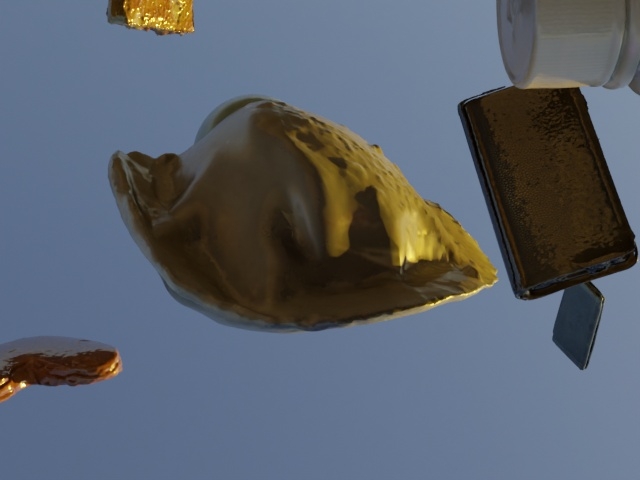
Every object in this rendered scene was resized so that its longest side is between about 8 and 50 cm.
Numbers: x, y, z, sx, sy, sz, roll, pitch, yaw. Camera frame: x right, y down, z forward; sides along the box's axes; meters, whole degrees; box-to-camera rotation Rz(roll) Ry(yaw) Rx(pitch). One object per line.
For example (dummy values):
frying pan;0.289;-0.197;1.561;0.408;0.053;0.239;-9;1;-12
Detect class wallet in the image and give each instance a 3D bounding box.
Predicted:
wallet;0.380;0.115;2.124;0.026;0.129;0.088;-6;-148;-25
wallet;0.190;-0.051;1.223;0.110;0.031;0.198;-19;-122;9

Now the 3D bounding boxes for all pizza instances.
pizza;-0.193;-0.283;1.643;0.046;0.134;0.175;0;-141;30

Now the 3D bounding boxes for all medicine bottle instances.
medicine bottle;0.251;-0.169;1.018;0.236;0.139;0.139;-2;-135;-7

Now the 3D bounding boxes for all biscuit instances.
biscuit;-0.328;0.142;1.577;0.186;0.036;0.192;6;-162;44

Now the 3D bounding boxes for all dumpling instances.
dumpling;-0.001;-0.005;0.989;0.243;0.175;0.227;-22;-151;-9

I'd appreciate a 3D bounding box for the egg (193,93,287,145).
egg;-0.083;-0.106;1.789;0.149;0.149;0.192;22;-156;-7
